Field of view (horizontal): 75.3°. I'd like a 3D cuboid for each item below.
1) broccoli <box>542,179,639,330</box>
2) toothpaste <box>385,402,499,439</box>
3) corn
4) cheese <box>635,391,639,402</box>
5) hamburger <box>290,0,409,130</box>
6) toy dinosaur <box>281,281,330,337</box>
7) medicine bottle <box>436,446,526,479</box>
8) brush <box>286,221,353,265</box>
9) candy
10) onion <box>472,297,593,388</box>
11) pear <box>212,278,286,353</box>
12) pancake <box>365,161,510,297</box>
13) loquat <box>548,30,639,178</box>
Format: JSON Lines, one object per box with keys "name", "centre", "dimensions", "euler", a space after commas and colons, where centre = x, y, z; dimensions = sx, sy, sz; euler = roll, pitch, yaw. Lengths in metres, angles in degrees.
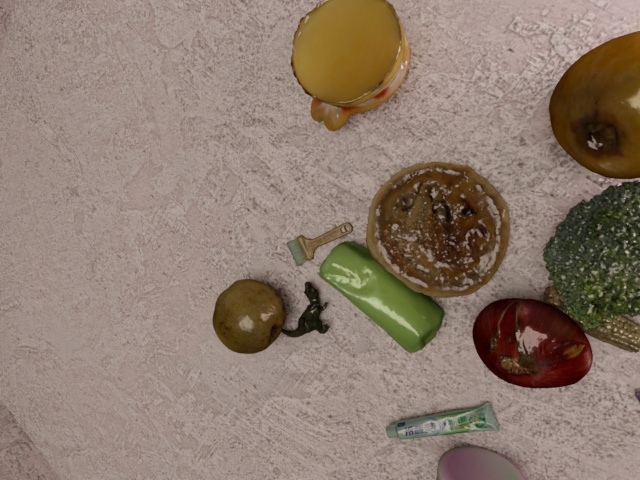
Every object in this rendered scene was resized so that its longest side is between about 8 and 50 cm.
{"name": "broccoli", "centre": [0.612, 0.015, 0.828], "dimensions": [0.375, 0.302, 0.249], "euler": [-48, 52, -5]}
{"name": "toothpaste", "centre": [0.319, 0.497, 1.120], "dimensions": [0.297, 0.048, 0.074], "euler": [-20, 86, 22]}
{"name": "corn", "centre": [0.602, 0.169, 0.923], "dimensions": [0.211, 0.087, 0.087], "euler": [30, 109, 12]}
{"name": "cheese", "centre": [0.791, 0.333, 0.875], "dimensions": [0.191, 0.042, 0.105], "euler": [-35, 81, 27]}
{"name": "hamburger", "centre": [0.074, -0.424, 1.019], "dimensions": [0.261, 0.186, 0.302], "euler": [28, 98, 18]}
{"name": "toy dinosaur", "centre": [-0.046, 0.216, 1.264], "dimensions": [0.179, 0.087, 0.187], "euler": [15, 88, 60]}
{"name": "medicine bottle", "centre": [0.383, 0.717, 1.029], "dimensions": [0.212, 0.212, 0.325], "euler": [8, 100, 24]}
{"name": "brush", "centre": [0.000, 0.000, 1.213], "dimensions": [0.218, 0.010, 0.082], "euler": [-26, 85, 25]}
{"name": "candy", "centre": [0.159, 0.141, 1.093], "dimensions": [0.343, 0.132, 0.142], "euler": [38, 124, 16]}
{"name": "onion", "centre": [0.465, 0.242, 0.936], "dimensions": [0.248, 0.248, 0.161], "euler": [21, 64, 21]}
{"name": "pear", "centre": [-0.209, 0.235, 1.243], "dimensions": [0.211, 0.188, 0.228], "euler": [26, 107, 36]}
{"name": "pancake", "centre": [0.286, -0.032, 1.029], "dimensions": [0.356, 0.065, 0.356], "euler": [-1, 86, 15]}
{"name": "loquat", "centre": [0.585, -0.250, 0.771], "dimensions": [0.275, 0.275, 0.274], "euler": [4, 99, 25]}
